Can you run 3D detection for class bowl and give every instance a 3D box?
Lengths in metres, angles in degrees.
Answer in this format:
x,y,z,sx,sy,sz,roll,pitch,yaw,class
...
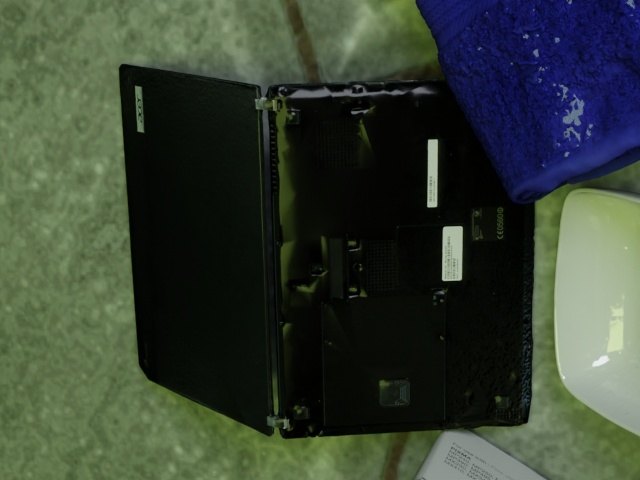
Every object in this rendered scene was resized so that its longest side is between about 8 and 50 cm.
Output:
x,y,z,sx,sy,sz,roll,pitch,yaw,class
0.201,0.042,0.762,0.142,0.053,0.142,27,120,58,bowl

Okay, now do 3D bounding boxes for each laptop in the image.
x,y,z,sx,sy,sz,roll,pitch,yaw,class
0.000,0.000,0.877,0.264,0.136,0.234,-3,106,-4,laptop

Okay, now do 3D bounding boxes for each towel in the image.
x,y,z,sx,sy,sz,roll,pitch,yaw,class
0.111,-0.186,0.695,0.227,0.076,0.308,-31,84,46,towel

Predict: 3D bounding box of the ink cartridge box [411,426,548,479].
x,y,z,sx,sy,sz,roll,pitch,yaw,class
0.058,0.245,0.802,0.100,0.237,0.172,30,114,8,ink cartridge box
